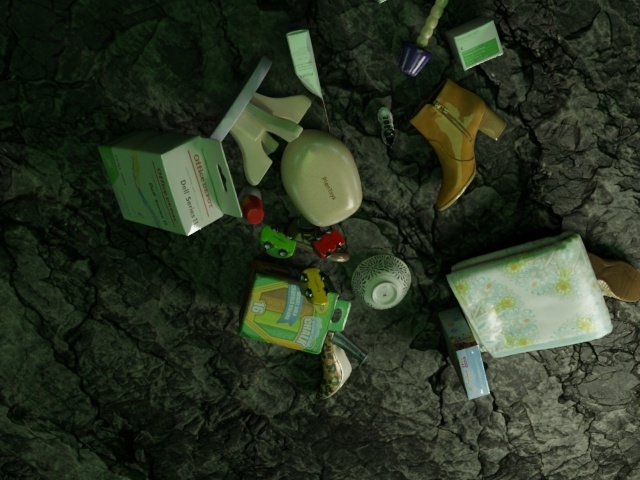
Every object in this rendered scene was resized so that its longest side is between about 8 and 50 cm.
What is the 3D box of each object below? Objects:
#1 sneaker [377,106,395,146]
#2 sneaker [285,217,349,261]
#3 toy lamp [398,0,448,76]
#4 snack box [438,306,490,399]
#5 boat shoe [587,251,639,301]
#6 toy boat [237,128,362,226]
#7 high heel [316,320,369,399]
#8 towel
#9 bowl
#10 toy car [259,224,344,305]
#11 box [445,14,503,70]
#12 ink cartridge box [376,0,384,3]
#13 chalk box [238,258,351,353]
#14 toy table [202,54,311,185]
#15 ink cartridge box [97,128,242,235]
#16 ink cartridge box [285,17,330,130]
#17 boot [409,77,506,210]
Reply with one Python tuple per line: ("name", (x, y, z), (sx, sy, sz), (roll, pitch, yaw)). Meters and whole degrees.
("sneaker", (0.171, -0.283, 1.707), (0.038, 0.069, 0.098), (-15, 115, 3))
("sneaker", (0.000, 0.000, 1.828), (0.188, 0.066, 0.071), (20, 107, -14))
("toy lamp", (0.266, -0.521, 1.601), (0.080, 0.080, 0.275), (23, 109, -14))
("snack box", (0.403, 0.315, 1.925), (0.070, 0.207, 0.175), (-17, 114, 4))
("boat shoe", (0.791, 0.093, 1.928), (0.285, 0.089, 0.105), (24, 85, -17))
("toy boat", (-0.062, -0.143, 1.729), (0.318, 0.148, 0.268), (-23, 120, -2))
("high heel", (0.007, 0.348, 2.002), (0.186, 0.093, 0.261), (40, 124, 6))
("towel", (0.572, 0.162, 1.876), (0.374, 0.090, 0.321), (-18, 117, 25))
("bowl", (0.175, 0.132, 1.894), (0.170, 0.080, 0.170), (-2, 115, -4))
("toy car", (-0.061, 0.036, 1.719), (0.225, 0.239, 0.053), (29, 140, -16))
("box", (0.365, -0.471, 1.616), (0.101, 0.102, 0.087), (-22, 113, 7))
("ink cartridge box", (0.175, -0.629, 1.514), (0.176, 0.128, 0.127), (-26, 114, 7))
("chalk box", (-0.061, 0.181, 1.828), (0.288, 0.179, 0.180), (14, 100, -9))
("toy table", (-0.146, -0.280, 1.602), (0.161, 0.252, 0.274), (35, 87, -16))
("ink cartridge box", (-0.356, -0.138, 1.590), (0.119, 0.353, 0.207), (-34, 122, -37))
("ink cartridge box", (-0.032, -0.385, 1.578), (0.066, 0.189, 0.232), (-9, 116, 0))
("boot", (0.310, -0.244, 1.728), (0.211, 0.104, 0.295), (29, 105, -10))
